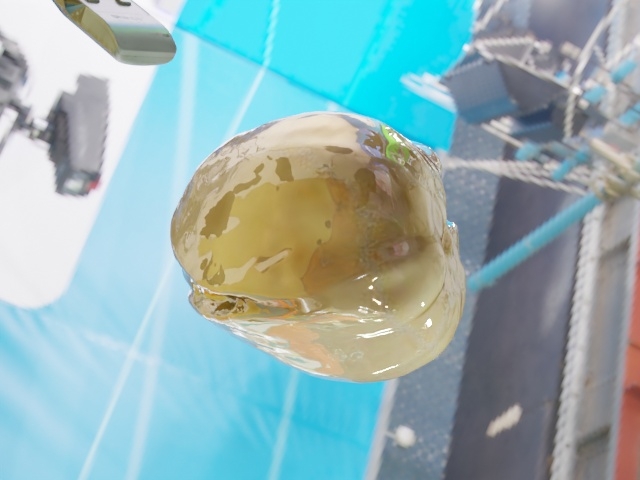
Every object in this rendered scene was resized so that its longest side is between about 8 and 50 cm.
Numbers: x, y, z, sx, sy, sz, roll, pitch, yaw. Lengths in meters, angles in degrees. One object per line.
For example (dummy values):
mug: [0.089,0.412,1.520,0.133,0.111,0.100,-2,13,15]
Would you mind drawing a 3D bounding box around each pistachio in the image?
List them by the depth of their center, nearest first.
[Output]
pistachio: [0.000,0.000,1.004,0.321,0.238,0.229,28,-47,62]

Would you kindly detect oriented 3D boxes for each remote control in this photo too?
remote control: [-0.182,-0.184,0.910,0.065,0.166,0.029,-9,132,-51]
